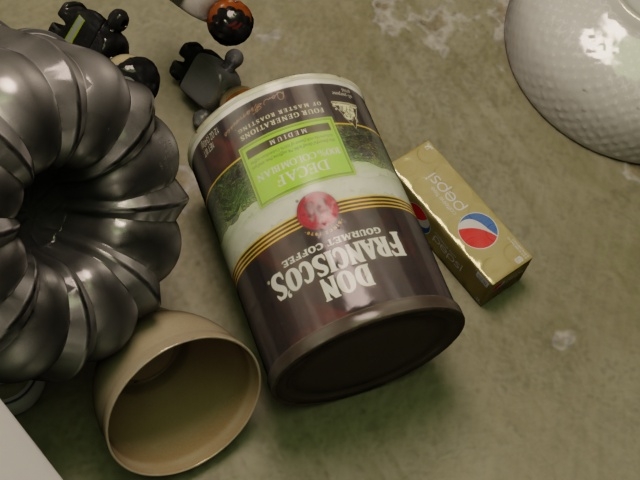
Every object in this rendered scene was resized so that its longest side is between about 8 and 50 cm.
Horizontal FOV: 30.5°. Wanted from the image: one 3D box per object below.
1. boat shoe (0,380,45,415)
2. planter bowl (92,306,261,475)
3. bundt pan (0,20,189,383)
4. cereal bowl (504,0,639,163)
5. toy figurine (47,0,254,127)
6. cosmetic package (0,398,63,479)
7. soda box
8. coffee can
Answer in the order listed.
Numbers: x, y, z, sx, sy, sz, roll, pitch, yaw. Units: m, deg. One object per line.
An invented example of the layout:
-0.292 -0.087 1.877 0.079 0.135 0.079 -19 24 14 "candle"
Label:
-0.413 0.080 1.158 0.302 0.094 0.109 25 63 6 "boat shoe"
-0.154 0.132 1.141 0.162 0.162 0.109 -28 43 -19 "planter bowl"
-0.243 -0.024 1.011 0.124 0.331 0.331 10 54 40 "bundt pan"
0.398 -0.267 1.412 0.339 0.141 0.339 2 62 -4 "cereal bowl"
-0.164 -0.175 1.255 0.209 0.213 0.148 -32 56 -24 "toy figurine"
-0.234 0.360 0.915 0.453 0.230 0.161 49 35 11 "cosmetic package"
0.148 -0.021 1.299 0.061 0.058 0.181 -32 71 -21 "soda box"
0.000 0.000 1.190 0.201 0.201 0.275 -16 65 -14 "coffee can"
